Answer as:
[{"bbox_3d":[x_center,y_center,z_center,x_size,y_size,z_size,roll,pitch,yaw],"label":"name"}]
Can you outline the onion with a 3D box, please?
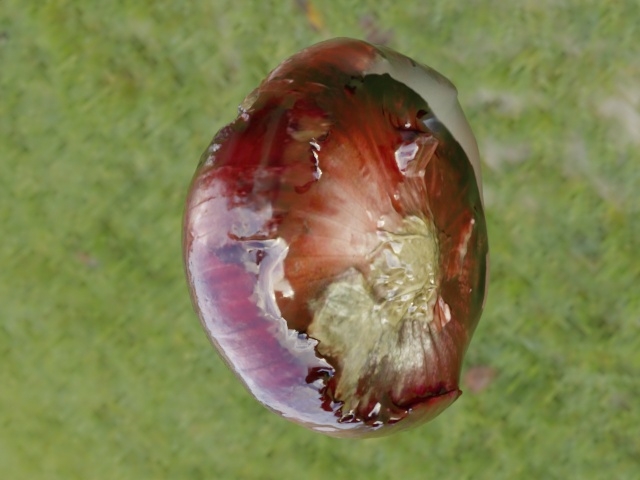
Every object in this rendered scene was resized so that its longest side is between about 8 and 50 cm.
[{"bbox_3d":[0.000,0.000,1.222,0.195,0.272,0.272,-5,125,37],"label":"onion"}]
